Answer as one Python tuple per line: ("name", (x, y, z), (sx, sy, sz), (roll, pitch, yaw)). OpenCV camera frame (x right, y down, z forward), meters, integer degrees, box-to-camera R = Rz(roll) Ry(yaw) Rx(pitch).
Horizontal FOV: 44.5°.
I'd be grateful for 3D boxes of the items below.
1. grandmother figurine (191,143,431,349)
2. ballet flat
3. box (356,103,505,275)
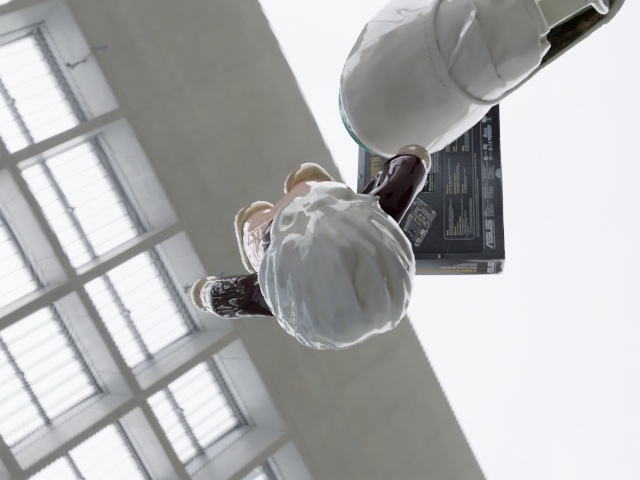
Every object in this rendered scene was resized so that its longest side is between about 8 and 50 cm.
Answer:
("grandmother figurine", (0.000, 0.000, 0.577), (0.208, 0.342, 0.104), (-45, -80, 3))
("ballet flat", (0.170, -0.196, 0.718), (0.400, 0.139, 0.139), (-34, -77, -42))
("box", (0.138, -0.071, 0.991), (0.183, 0.056, 0.231), (-2, -112, 10))
